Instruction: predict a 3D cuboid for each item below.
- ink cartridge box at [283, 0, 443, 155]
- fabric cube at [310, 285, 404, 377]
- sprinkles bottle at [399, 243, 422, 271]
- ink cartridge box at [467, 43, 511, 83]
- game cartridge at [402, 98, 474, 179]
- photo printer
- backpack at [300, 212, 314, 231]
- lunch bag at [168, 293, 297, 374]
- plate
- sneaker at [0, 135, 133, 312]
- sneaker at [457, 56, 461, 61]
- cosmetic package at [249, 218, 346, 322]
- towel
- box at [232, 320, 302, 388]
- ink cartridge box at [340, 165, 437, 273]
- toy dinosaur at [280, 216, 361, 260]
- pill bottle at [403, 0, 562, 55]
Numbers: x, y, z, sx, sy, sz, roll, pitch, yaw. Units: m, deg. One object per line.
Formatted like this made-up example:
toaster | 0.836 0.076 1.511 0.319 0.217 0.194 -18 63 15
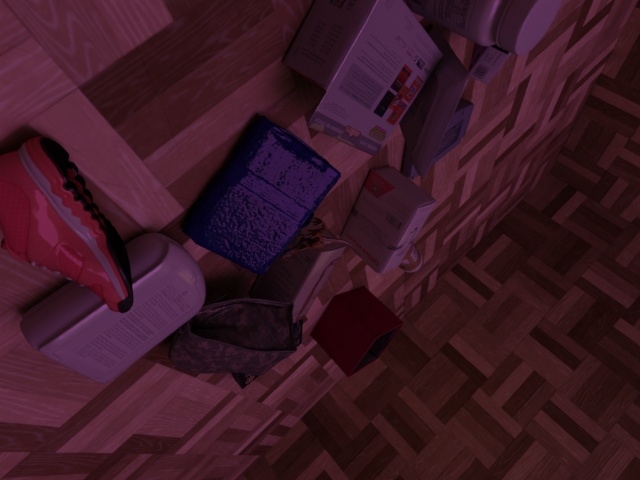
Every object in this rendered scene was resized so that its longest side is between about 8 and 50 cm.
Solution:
ink cartridge box | 0.083 -0.347 0.882 0.309 0.130 0.272 4 123 -58
fabric cube | 0.162 0.397 1.899 0.259 0.258 0.254 -10 135 -51
sprinkles bottle | 0.368 0.052 1.882 0.121 0.121 0.355 -49 153 3
ink cartridge box | 0.465 -0.580 1.058 0.176 0.069 0.371 119 -5 -61
game cartridge | 0.397 -0.349 1.445 0.297 0.062 0.198 -37 148 -19
photo printer | -0.387 0.134 0.873 0.307 0.107 0.256 -39 153 -18
backpack | -0.091 -0.051 1.073 0.120 0.098 0.101 -33 164 -29
lunch bag | -0.243 0.253 1.121 0.286 0.169 0.235 10 146 -27
plate | 0.256 -0.346 1.060 0.045 0.278 0.277 4 137 -11
sneaker | -0.398 0.000 0.654 0.136 0.116 0.314 -23 128 -12
sneaker | 0.318 -0.416 1.174 0.111 0.103 0.252 -43 153 -12
cosmetic package | -0.072 0.094 1.246 0.129 0.153 0.296 -12 139 -52
towel | -0.128 -0.091 0.933 0.227 0.076 0.308 32 101 -31
box | -0.194 0.379 1.546 0.293 0.073 0.296 -33 151 -26
ink cartridge box | 0.211 -0.066 1.383 0.117 0.207 0.283 -18 142 -42
toy dinosaur | 0.000 0.000 1.079 0.211 0.064 0.112 -8 142 -6
pill bottle | 0.319 -0.497 0.856 0.160 0.283 0.160 -36 152 -22
